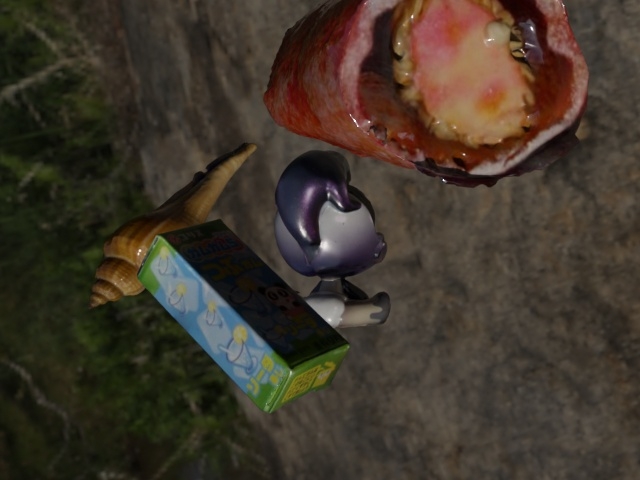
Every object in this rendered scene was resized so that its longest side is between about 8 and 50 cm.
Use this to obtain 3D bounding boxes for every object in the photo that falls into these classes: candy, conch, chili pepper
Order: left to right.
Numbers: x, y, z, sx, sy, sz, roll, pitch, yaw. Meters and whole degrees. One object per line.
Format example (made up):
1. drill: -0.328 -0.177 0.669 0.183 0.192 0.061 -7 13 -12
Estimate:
1. conch: -0.181 -0.015 1.573 0.093 0.330 0.109 50 146 0
2. candy: -0.074 0.068 1.160 0.194 0.097 0.062 43 123 22
3. chili pepper: 0.086 -0.157 1.230 0.305 0.251 0.229 -4 109 67

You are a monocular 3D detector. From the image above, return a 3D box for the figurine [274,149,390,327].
1. figurine: 0.000 0.000 1.500 0.145 0.145 0.222 10 107 64
